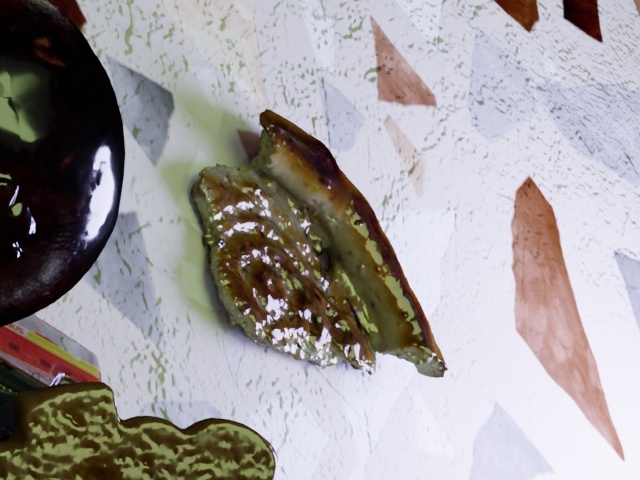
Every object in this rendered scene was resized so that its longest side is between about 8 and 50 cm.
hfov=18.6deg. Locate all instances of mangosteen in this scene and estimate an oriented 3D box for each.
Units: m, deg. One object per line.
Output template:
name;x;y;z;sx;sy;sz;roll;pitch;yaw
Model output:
mangosteen;-0.236;-0.065;1.192;0.228;0.228;0.265;34;12;-35

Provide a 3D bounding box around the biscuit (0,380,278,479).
biscuit;-0.152;0.243;1.258;0.278;0.043;0.301;-4;86;-22

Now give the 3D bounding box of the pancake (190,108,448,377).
pancake;0.000;0.000;1.625;0.257;0.056;0.212;20;55;-43

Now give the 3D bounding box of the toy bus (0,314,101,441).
toy bus;-0.226;0.077;1.301;0.174;0.079;0.077;36;37;-32
